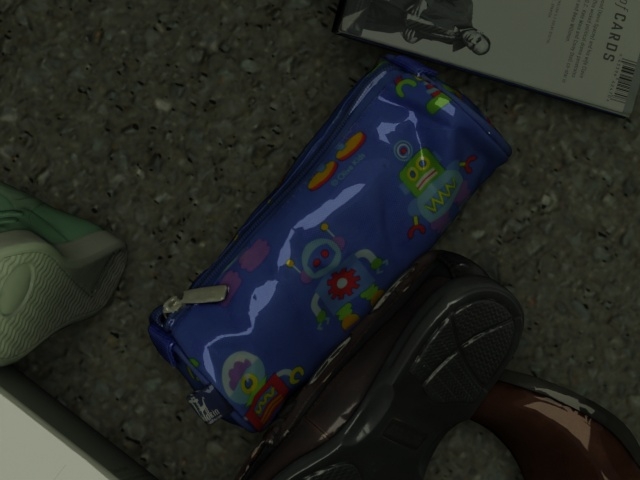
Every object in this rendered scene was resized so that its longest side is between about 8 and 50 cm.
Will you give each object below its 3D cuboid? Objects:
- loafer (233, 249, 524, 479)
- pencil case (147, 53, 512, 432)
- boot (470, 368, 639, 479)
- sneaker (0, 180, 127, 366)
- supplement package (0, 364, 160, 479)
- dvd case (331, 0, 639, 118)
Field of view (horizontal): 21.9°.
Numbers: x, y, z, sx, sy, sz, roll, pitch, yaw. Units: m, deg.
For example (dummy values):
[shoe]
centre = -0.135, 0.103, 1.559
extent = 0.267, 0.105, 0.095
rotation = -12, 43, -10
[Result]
[loafer]
centre = 0.023, 0.136, 1.182
extent = 0.109, 0.095, 0.302
rotation = 36, 98, -33
[pencil case]
centre = 0.000, 0.000, 1.205
extent = 0.306, 0.133, 0.119
rotation = -48, 43, -6
[boot]
centre = 0.147, 0.256, 1.187
extent = 0.264, 0.096, 0.280
rotation = 34, 81, -7
[sneaker]
centre = -0.250, 0.011, 1.154
extent = 0.151, 0.256, 0.094
rotation = 24, 99, 12
[supplement package]
centre = -0.244, 0.184, 1.159
extent = 0.293, 0.175, 0.177
rotation = 37, 86, 6
[dvd case]
centre = 0.145, -0.208, 1.232
extent = 0.238, 0.029, 0.179
rotation = 15, 94, -14
